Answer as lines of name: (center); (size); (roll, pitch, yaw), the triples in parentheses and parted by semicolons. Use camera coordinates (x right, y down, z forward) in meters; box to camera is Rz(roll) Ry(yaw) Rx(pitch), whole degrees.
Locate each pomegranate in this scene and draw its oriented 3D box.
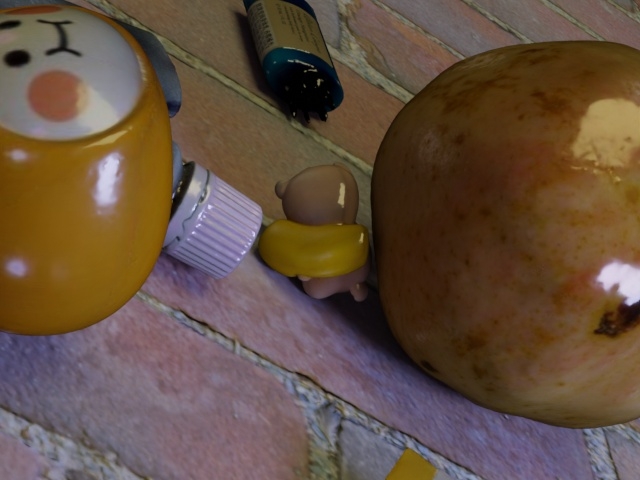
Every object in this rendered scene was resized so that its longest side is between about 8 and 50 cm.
pomegranate: (0.184, -0.001, 1.419); (0.342, 0.342, 0.342); (31, 27, -18)

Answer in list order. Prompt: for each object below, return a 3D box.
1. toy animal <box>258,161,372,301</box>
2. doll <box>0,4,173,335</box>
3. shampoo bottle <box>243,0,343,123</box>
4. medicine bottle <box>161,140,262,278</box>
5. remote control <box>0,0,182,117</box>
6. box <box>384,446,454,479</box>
toy animal: (0.000, 0.000, 1.413); (0.082, 0.091, 0.114); (52, 20, -55)
doll: (-0.211, -0.041, 1.079); (0.236, 0.213, 0.213); (-5, 41, -12)
shampoo bottle: (-0.025, -0.181, 1.683); (0.087, 0.050, 0.183); (27, 28, -32)
medicine bottle: (-0.141, -0.047, 1.274); (0.203, 0.083, 0.083); (30, 27, -17)
remote control: (-0.275, -0.182, 1.357); (0.378, 0.044, 0.107); (16, 30, -41)
box: (0.125, 0.257, 1.160); (0.247, 0.033, 0.129); (39, 42, 3)
